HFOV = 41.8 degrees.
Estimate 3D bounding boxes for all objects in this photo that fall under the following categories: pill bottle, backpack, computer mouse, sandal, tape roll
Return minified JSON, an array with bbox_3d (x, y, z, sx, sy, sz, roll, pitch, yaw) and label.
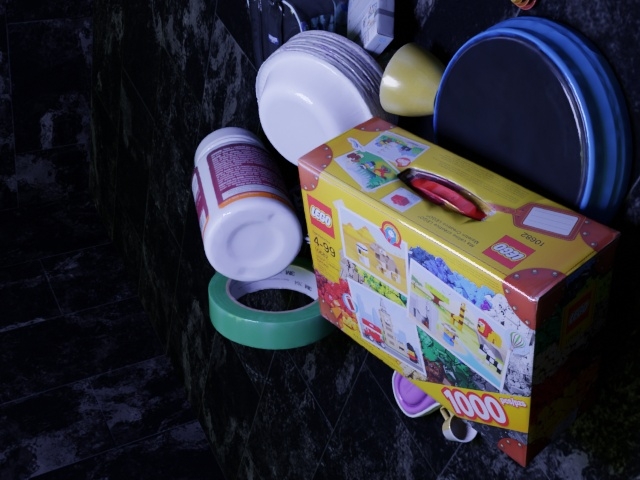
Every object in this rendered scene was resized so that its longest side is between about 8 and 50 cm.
[{"bbox_3d":[-0.188,-0.100,2.006,0.392,0.224,0.224,-111,23,-52],"label":"pill bottle"},{"bbox_3d":[-0.047,-0.424,1.777,0.225,0.191,0.253,42,141,43],"label":"backpack"},{"bbox_3d":[-0.087,-0.233,2.086,0.184,0.060,0.262,66,151,18],"label":"computer mouse"},{"bbox_3d":[0.228,0.251,1.693,0.169,0.102,0.416,58,147,29],"label":"sandal"},{"bbox_3d":[-0.108,0.141,2.024,0.321,0.321,0.077,38,135,49],"label":"tape roll"}]

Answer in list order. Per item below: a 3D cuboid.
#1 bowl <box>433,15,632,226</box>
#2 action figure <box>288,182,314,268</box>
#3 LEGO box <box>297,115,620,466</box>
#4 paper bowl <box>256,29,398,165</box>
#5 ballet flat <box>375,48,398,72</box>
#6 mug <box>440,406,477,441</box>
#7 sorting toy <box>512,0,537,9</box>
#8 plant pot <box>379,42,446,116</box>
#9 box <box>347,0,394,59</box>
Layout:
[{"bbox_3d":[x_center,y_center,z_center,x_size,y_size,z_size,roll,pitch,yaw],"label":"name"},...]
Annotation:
[{"bbox_3d":[0.321,-0.160,1.353,0.391,0.077,0.390,35,132,51],"label":"bowl"},{"bbox_3d":[0.000,0.000,1.984,0.185,0.099,0.285,82,166,-53],"label":"action figure"},{"bbox_3d":[0.210,0.067,1.383,0.500,0.193,0.372,33,144,40],"label":"LEGO box"},{"bbox_3d":[-0.004,-0.249,1.621,0.284,0.148,0.284,28,144,22],"label":"paper bowl"},{"bbox_3d":[0.110,-0.277,1.684,0.091,0.077,0.240,51,144,35],"label":"ballet flat"},{"bbox_3d":[0.280,0.376,1.714,0.064,0.062,0.078,127,144,-66],"label":"mug"},{"bbox_3d":[0.317,-0.400,1.280,0.061,0.042,0.101,47,141,42],"label":"sorting toy"},{"bbox_3d":[0.185,-0.278,1.510,0.095,0.134,0.134,29,130,30],"label":"plant pot"},{"bbox_3d":[0.095,-0.431,1.603,0.145,0.038,0.186,140,137,-60],"label":"box"}]
